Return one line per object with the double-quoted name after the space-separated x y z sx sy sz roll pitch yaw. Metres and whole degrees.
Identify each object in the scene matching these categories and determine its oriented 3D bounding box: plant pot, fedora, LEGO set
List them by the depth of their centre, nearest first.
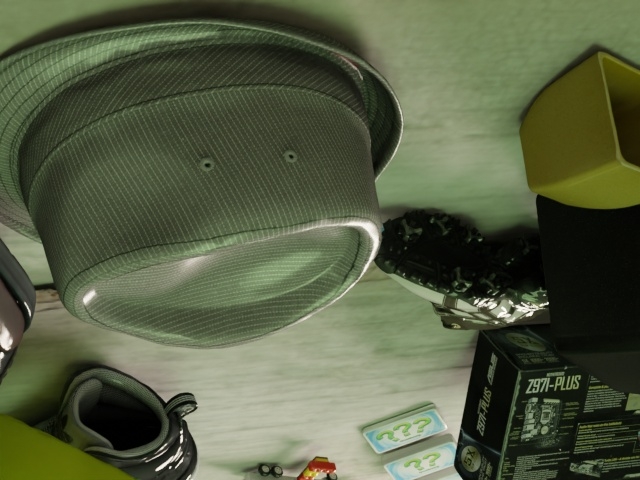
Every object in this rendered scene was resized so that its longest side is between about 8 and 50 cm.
-0.073 -0.016 0.835 0.275 0.124 0.244 -2 147 -22 "fedora"
0.180 -0.062 0.923 0.081 0.081 0.083 16 148 -42 "plant pot"
0.261 0.019 1.011 0.167 0.188 0.187 -16 153 28 "plant pot"
0.029 0.260 1.406 0.244 0.060 0.182 -20 142 9 "LEGO set"

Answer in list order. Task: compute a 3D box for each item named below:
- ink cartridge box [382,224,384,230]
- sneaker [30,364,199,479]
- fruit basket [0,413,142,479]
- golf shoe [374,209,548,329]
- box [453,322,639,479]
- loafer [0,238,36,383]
0.000 0.000 0.991 0.048 0.028 0.083 10 142 -37 "ink cartridge box"
-0.224 0.174 1.117 0.268 0.101 0.153 -12 150 -17 "sneaker"
-0.301 0.189 0.947 0.392 0.283 0.392 -30 159 -13 "fruit basket"
0.103 0.036 1.053 0.198 0.077 0.094 13 140 -38 "golf shoe"
0.223 0.153 1.242 0.180 0.077 0.147 -3 117 -21 "box"
-0.254 0.001 0.767 0.109 0.095 0.302 -8 144 20 "loafer"
